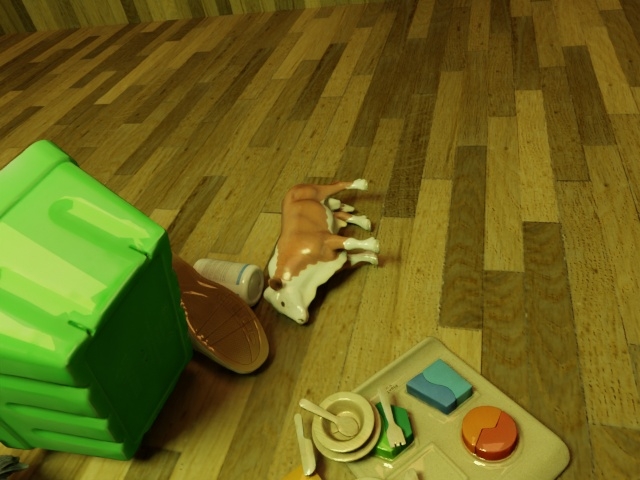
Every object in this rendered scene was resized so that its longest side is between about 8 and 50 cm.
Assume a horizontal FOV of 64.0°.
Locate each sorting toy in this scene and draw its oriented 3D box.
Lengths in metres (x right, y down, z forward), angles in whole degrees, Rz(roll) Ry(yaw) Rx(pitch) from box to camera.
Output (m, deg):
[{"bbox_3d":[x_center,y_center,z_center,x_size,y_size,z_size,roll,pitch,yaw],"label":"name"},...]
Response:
[{"bbox_3d":[0.101,0.257,0.601,0.307,0.041,0.229,-30,44,-20],"label":"sorting toy"}]

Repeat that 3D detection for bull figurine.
[{"bbox_3d":[0.000,0.000,0.877,0.188,0.101,0.311,-5,43,2],"label":"bull figurine"}]

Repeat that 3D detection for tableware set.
[{"bbox_3d":[0.038,0.253,0.575,0.128,0.039,0.194,-19,44,1],"label":"tableware set"}]

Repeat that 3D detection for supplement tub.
[{"bbox_3d":[-0.155,0.069,0.855,0.107,0.071,0.071,8,44,20],"label":"supplement tub"}]

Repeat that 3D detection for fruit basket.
[{"bbox_3d":[-0.356,0.061,0.621,0.391,0.392,0.283,8,49,22],"label":"fruit basket"}]

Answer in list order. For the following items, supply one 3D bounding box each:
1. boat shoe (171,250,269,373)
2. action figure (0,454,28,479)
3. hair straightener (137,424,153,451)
[{"bbox_3d":[-0.193,0.116,0.798,0.277,0.096,0.098,38,46,19],"label":"boat shoe"},{"bbox_3d":[-0.450,0.296,0.595,0.164,0.141,0.275,-3,0,-44],"label":"action figure"},{"bbox_3d":[-0.280,0.206,0.759,0.088,0.047,0.231,-16,45,-4],"label":"hair straightener"}]
